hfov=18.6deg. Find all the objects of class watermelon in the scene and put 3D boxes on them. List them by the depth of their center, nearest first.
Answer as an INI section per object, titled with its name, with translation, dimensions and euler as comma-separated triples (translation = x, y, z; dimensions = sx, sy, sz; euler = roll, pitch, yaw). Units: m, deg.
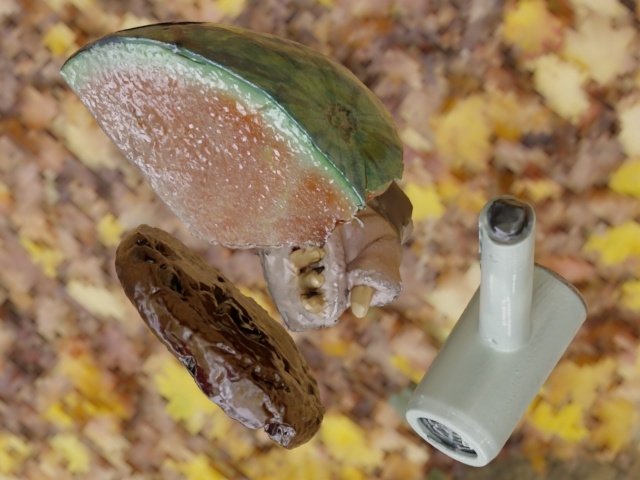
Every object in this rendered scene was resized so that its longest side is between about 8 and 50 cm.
[watermelon]
translation = -0.055, -0.089, 1.157
dimensions = 0.231, 0.128, 0.146
euler = -3, 141, 51

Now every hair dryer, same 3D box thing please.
[hair dryer]
translation = 0.114, 0.045, 1.216
dimensions = 0.073, 0.131, 0.236
euler = 29, 158, 14

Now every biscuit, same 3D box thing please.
[biscuit]
translation = -0.067, 0.064, 1.359
dimensions = 0.192, 0.049, 0.192
euler = 49, -172, -9

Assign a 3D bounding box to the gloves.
[gloves]
translation = 0.007, 0.005, 1.391
dimensions = 0.094, 0.144, 0.110
euler = -27, 87, 45
